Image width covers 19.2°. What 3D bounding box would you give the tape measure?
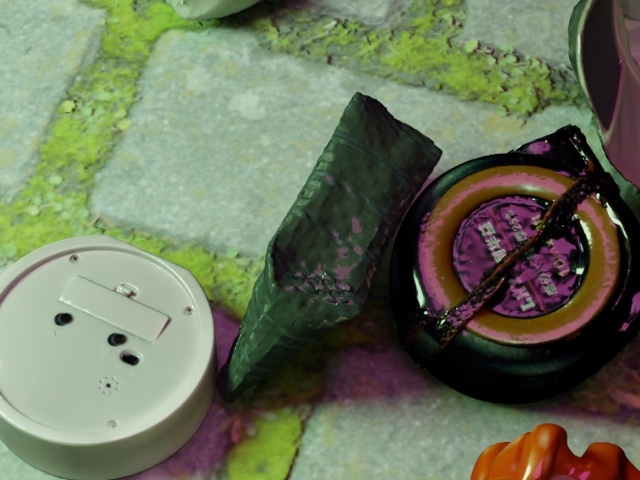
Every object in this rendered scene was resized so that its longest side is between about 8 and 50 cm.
[{"bbox_3d":[0.162,0.028,1.544,0.223,0.135,0.202,-24,69,-12],"label":"tape measure"}]

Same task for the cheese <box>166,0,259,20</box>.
[{"bbox_3d":[-0.095,-0.316,1.764,0.198,0.154,0.189,-31,56,-18],"label":"cheese"}]

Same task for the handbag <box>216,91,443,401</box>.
[{"bbox_3d":[0.000,0.000,1.543,0.089,0.175,0.270,33,57,-7],"label":"handbag"}]

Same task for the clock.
[{"bbox_3d":[-0.182,0.094,1.538,0.197,0.068,0.196,0,56,0],"label":"clock"}]

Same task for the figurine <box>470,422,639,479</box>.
[{"bbox_3d":[0.254,0.262,1.267,0.241,0.412,0.306,-31,103,-48],"label":"figurine"}]

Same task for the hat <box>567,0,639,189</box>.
[{"bbox_3d":[0.330,-0.161,1.657,0.232,0.161,0.275,7,67,6],"label":"hat"}]
